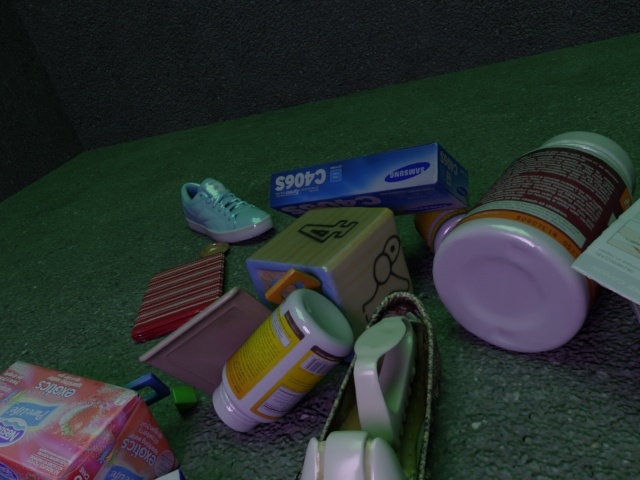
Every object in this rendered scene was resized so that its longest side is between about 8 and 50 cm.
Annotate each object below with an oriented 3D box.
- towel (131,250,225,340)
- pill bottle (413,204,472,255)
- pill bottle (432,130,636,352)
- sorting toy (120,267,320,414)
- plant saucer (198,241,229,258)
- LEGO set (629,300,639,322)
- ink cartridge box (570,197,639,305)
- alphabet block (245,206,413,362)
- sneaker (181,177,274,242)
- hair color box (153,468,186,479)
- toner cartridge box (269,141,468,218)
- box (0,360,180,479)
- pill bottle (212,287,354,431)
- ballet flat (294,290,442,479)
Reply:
[{"bbox_3d":[-0.312,0.120,1.173,0.199,0.031,0.275,-18,25,0],"label":"towel"},{"bbox_3d":[0.259,-0.034,1.054,0.118,0.117,0.208,-16,26,0],"label":"pill bottle"},{"bbox_3d":[0.371,-0.020,0.850,0.224,0.224,0.392,9,36,40],"label":"pill bottle"},{"bbox_3d":[-0.147,0.152,0.792,0.348,0.196,0.047,-36,49,6],"label":"sorting toy"},{"bbox_3d":[-0.274,0.031,1.337,0.083,0.015,0.083,-13,26,7],"label":"plant saucer"},{"bbox_3d":[0.533,0.137,0.674,0.182,0.060,0.244,-6,17,21],"label":"LEGO set"},{"bbox_3d":[0.539,0.049,0.657,0.385,0.091,0.308,-31,50,-31],"label":"ink cartridge box"},{"bbox_3d":[0.022,0.066,0.905,0.193,0.192,0.197,6,33,40],"label":"alphabet block"},{"bbox_3d":[-0.282,-0.093,1.430,0.366,0.150,0.135,9,37,41],"label":"sneaker"},{"bbox_3d":[-0.185,0.404,0.475,0.185,0.110,0.339,-21,29,-12],"label":"hair color box"},{"bbox_3d":[0.088,-0.097,0.990,0.348,0.075,0.165,-6,-14,33],"label":"toner cartridge box"},{"bbox_3d":[-0.376,0.293,0.741,0.300,0.154,0.142,2,32,31],"label":"box"},{"bbox_3d":[-0.060,0.178,0.743,0.215,0.117,0.117,-47,21,18],"label":"pill bottle"},{"bbox_3d":[0.057,0.224,0.595,0.164,0.182,0.483,2,31,17],"label":"ballet flat"}]
